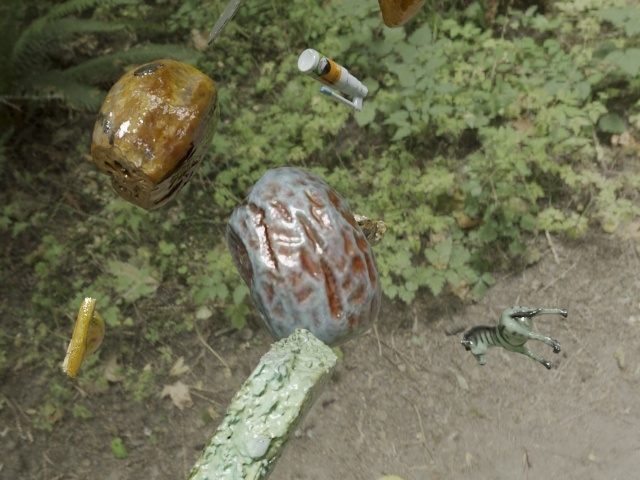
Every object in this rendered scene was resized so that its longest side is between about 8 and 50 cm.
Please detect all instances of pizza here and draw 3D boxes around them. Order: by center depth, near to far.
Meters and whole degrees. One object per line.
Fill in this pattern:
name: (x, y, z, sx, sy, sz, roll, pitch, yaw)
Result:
pizza: (-0.593, 0.225, 1.791, 0.081, 0.204, 0.188, 16, 15, -17)

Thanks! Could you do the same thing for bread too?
bread: (-0.043, 0.156, 0.658, 0.064, 0.172, 0.232, 30, 48, 7)
bread: (0.117, -0.387, 1.066, 0.054, 0.136, 0.154, -12, 51, -16)

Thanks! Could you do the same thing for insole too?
insole: (-0.151, -0.448, 1.295, 0.248, 0.011, 0.081, -35, 35, 48)

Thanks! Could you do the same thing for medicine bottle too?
medicine bottle: (0.037, -0.398, 1.753, 0.061, 0.221, 0.092, -5, 75, 42)

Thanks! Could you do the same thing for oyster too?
oyster: (0.020, -0.002, 1.693, 0.396, 0.204, 0.110, -12, 95, -18)

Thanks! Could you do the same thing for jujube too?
jujube: (-0.028, 0.027, 1.166, 0.216, 0.246, 0.307, -22, 92, -15)

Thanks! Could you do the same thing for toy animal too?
toy animal: (0.362, 0.176, 1.318, 0.176, 0.216, 0.073, 15, 60, 14)

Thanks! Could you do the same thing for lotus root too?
lotus root: (-0.269, -0.193, 1.149, 0.193, 0.193, 0.290, 6, 47, 17)
